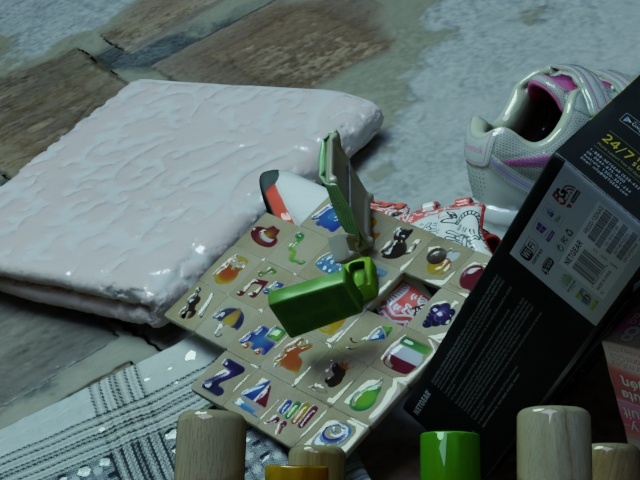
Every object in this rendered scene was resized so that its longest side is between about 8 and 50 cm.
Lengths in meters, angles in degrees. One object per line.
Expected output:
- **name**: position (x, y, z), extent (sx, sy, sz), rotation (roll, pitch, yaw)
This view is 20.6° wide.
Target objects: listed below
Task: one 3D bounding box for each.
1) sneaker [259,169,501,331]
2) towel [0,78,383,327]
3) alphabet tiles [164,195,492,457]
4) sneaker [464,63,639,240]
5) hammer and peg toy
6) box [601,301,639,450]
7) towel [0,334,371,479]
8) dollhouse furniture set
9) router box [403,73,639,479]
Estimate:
- **sneaker**: position (0.054, 0.005, 1.380), extent (0.145, 0.090, 0.270), rotation (-25, 35, -6)
- **towel**: position (-0.153, -0.044, 1.614), extent (0.317, 0.053, 0.332), rotation (7, 39, 39)
- **alphabet tiles**: position (-0.004, 0.053, 1.278), extent (0.198, 0.009, 0.237), rotation (-46, 41, -19)
- **sneaker**: position (0.220, -0.096, 1.431), extent (0.252, 0.111, 0.103), rotation (-32, 33, -22)
- **hammer and peg toy**: position (0.104, 0.158, 0.937), extent (0.361, 0.266, 0.127), rotation (-3, 77, 18)
- **box**: position (0.335, 0.101, 1.016), extent (0.300, 0.142, 0.154), rotation (13, 43, 43)
- **towel**: position (-0.127, 0.188, 1.219), extent (0.324, 0.056, 0.312), rotation (-22, 30, -7)
- **dollhouse furniture set**: position (0.000, 0.000, 1.266), extent (0.058, 0.076, 0.152), rotation (-18, 41, 17)
- **router box**: position (0.194, -0.008, 1.132), extent (0.081, 0.309, 0.243), rotation (41, 55, 12)
